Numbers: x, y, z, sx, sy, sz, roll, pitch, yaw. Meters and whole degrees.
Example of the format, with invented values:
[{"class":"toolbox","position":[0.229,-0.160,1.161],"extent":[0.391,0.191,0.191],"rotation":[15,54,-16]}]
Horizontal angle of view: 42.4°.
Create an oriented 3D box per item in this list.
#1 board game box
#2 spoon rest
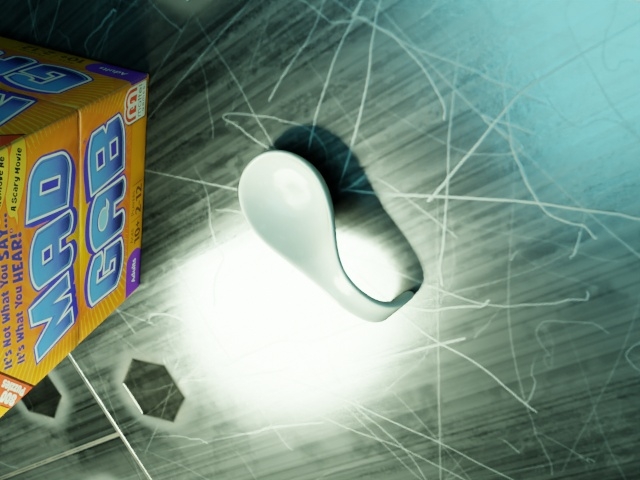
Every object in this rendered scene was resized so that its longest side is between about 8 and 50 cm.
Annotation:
[{"class":"board game box","position":[-0.479,-0.053,1.110],"extent":[0.356,0.356,0.356],"rotation":[16,119,12]},{"class":"spoon rest","position":[0.000,0.000,1.070],"extent":[0.276,0.084,0.137],"rotation":[46,125,1]}]
